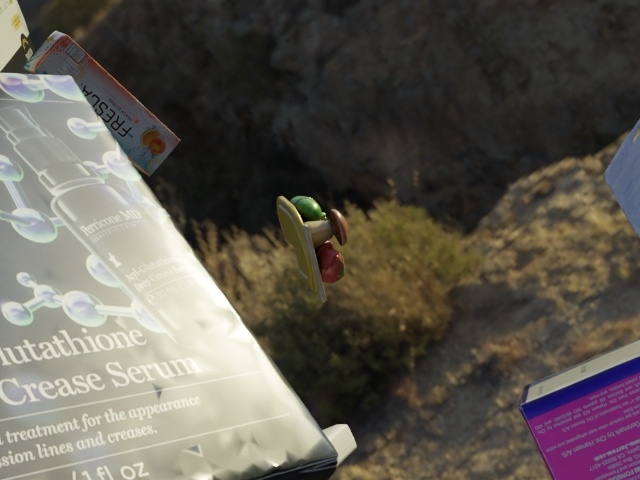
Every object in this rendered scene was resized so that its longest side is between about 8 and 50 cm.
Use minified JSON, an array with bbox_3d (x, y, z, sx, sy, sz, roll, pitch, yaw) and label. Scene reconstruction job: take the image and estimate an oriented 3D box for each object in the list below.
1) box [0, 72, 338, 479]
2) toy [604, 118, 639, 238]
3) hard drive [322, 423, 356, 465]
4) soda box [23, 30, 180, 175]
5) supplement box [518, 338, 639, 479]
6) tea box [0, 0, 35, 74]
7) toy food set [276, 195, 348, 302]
[{"bbox_3d":[-0.236,0.085,0.816,0.293,0.395,0.212,-6,-42,-47],"label":"box"},{"bbox_3d":[0.354,-0.035,1.131,0.237,0.056,0.137,-103,29,-48],"label":"toy"},{"bbox_3d":[-0.119,0.346,1.556,0.233,0.047,0.353,-26,1,26],"label":"hard drive"},{"bbox_3d":[-0.249,-0.155,1.387,0.058,0.183,0.063,-49,27,-6],"label":"soda box"},{"bbox_3d":[0.248,0.198,0.925,0.114,0.220,0.111,-24,-4,11],"label":"supplement box"},{"bbox_3d":[-0.438,-0.101,1.421,0.220,0.324,0.329,-16,21,4],"label":"tea box"},{"bbox_3d":[0.000,0.000,1.671,0.071,0.128,0.218,-18,17,-9],"label":"toy food set"}]
